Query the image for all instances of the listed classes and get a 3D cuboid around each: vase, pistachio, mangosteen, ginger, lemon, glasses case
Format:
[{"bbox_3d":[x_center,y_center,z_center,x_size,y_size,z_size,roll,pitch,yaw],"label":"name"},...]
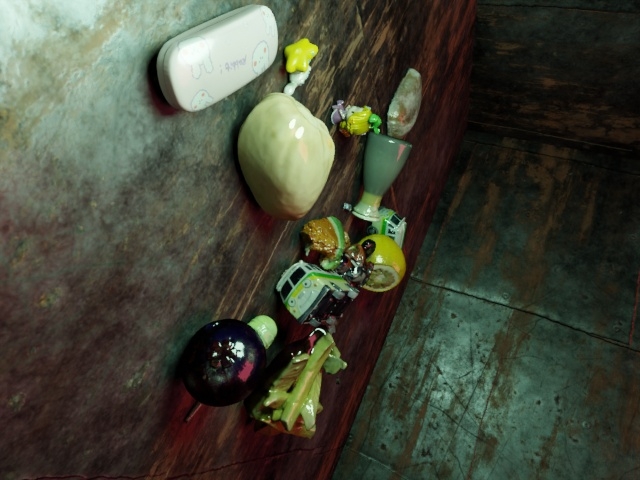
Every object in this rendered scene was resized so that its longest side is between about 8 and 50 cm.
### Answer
[{"bbox_3d":[0.222,-0.240,1.582,0.173,0.173,0.322,-19,129,-62],"label":"vase"},{"bbox_3d":[-0.077,-0.175,0.934,0.318,0.213,0.194,94,-17,-45],"label":"pistachio"},{"bbox_3d":[-0.222,0.282,0.953,0.194,0.194,0.230,-62,-179,-22],"label":"mangosteen"},{"bbox_3d":[-0.038,0.462,1.277,0.358,0.211,0.414,-27,153,-42],"label":"ginger"},{"bbox_3d":[0.247,0.084,1.783,0.241,0.240,0.219,81,10,-46],"label":"lemon"},{"bbox_3d":[-0.170,-0.331,0.734,0.297,0.075,0.113,-52,152,-38],"label":"glasses case"}]

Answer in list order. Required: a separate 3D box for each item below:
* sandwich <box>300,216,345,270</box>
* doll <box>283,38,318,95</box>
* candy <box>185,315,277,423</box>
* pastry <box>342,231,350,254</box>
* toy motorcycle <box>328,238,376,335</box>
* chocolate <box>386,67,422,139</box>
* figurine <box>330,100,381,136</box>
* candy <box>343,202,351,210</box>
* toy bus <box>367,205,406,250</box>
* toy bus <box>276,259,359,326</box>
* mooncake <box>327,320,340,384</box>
[{"bbox_3d":[0.000,-0.005,1.316,0.109,0.159,0.185,-54,-152,29],"label":"sandwich"},{"bbox_3d":[-0.056,-0.404,0.971,0.113,0.071,0.135,-19,132,-84],"label":"doll"},{"bbox_3d":[-0.237,0.337,1.093,0.092,0.093,0.335,48,62,-14],"label":"candy"},{"bbox_3d":[0.090,0.027,1.589,0.087,0.063,0.169,-64,155,-24],"label":"pastry"},{"bbox_3d":[0.080,0.173,1.531,0.207,0.134,0.401,10,107,-56],"label":"toy motorcycle"},{"bbox_3d":[0.371,-0.573,1.755,0.303,0.100,0.185,-66,153,-22],"label":"chocolate"},{"bbox_3d":[0.114,-0.354,1.249,0.095,0.156,0.115,-59,151,-28],"label":"figurine"},{"bbox_3d":[0.102,-0.125,1.560,0.083,0.020,0.030,13,95,-69],"label":"candy"},{"bbox_3d":[0.308,-0.005,1.927,0.133,0.164,0.276,-40,142,-53],"label":"toy bus"},{"bbox_3d":[-0.011,0.162,1.307,0.143,0.179,0.305,-51,159,8],"label":"toy bus"},{"bbox_3d":[0.050,0.428,1.662,0.150,0.057,0.347,64,17,-48],"label":"mooncake"}]
